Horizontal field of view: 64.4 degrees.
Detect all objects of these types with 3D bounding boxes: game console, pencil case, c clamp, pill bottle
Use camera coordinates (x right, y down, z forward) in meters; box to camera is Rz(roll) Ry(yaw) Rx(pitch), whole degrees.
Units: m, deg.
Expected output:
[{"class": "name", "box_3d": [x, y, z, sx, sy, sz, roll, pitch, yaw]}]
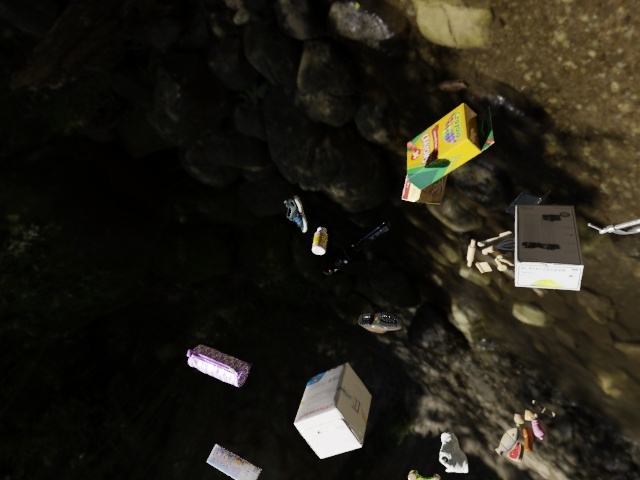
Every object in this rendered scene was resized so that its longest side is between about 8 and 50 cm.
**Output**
[{"class": "game console", "box_3d": [0.148, 0.026, 2.215, 0.044, 0.361, 0.213, 54, -176, -10]}, {"class": "game console", "box_3d": [0.753, -0.142, 1.841, 0.071, 0.107, 0.122, 45, 149, 15]}, {"class": "pencil case", "box_3d": [-0.333, 0.412, 1.673, 0.206, 0.086, 0.088, 16, 174, 16]}, {"class": "c clamp", "box_3d": [0.726, -0.036, 1.162, 0.137, 0.022, 0.160, 14, 157, -37]}, {"class": "pill bottle", "box_3d": [0.000, 0.000, 1.607, 0.043, 0.083, 0.043, 6, 146, 4]}]

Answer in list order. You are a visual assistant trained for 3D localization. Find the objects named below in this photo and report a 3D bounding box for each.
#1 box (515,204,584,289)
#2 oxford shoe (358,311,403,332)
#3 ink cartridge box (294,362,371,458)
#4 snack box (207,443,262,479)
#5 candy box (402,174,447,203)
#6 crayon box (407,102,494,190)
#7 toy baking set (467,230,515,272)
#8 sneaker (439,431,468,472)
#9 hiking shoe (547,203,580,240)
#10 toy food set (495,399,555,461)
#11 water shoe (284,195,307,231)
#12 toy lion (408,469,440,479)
[{"class": "box", "box_3d": [0.645, 0.012, 1.457, 0.169, 0.290, 0.087, 2, 127, 18]}, {"class": "oxford shoe", "box_3d": [0.286, 0.372, 2.276, 0.227, 0.083, 0.096, -3, 142, 45]}, {"class": "ink cartridge box", "box_3d": [0.047, 0.569, 1.704, 0.168, 0.171, 0.233, 56, -156, -14]}, {"class": "snack box", "box_3d": [-0.286, 0.747, 1.684, 0.178, 0.064, 0.022, 23, 165, 15]}, {"class": "candy box", "box_3d": [0.499, -0.270, 2.391, 0.087, 0.183, 0.316, 17, -169, 30]}, {"class": "crayon box", "box_3d": [0.446, -0.340, 1.782, 0.081, 0.202, 0.318, 32, 135, -27]}, {"class": "toy baking set", "box_3d": [0.705, 0.043, 2.084, 0.196, 0.030, 0.256, 1, 137, 15]}, {"class": "sneaker", "box_3d": [0.348, 0.570, 1.375, 0.152, 0.061, 0.054, -107, 13, -78]}, {"class": "hiking shoe", "box_3d": [0.817, -0.028, 1.687, 0.114, 0.086, 0.227, 81, 175, -71]}, {"class": "toy food set", "box_3d": [0.374, 0.353, 0.934, 0.019, 0.122, 0.078, 35, 177, -21]}, {"class": "water shoe", "box_3d": [-0.116, -0.118, 2.349, 0.073, 0.080, 0.203, -120, 12, -50]}, {"class": "toy lion", "box_3d": [0.277, 0.689, 1.395, 0.100, 0.096, 0.034, 3, 176, 17]}]
